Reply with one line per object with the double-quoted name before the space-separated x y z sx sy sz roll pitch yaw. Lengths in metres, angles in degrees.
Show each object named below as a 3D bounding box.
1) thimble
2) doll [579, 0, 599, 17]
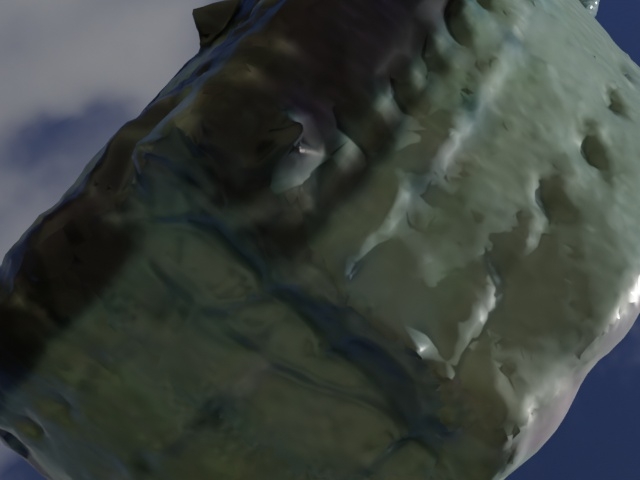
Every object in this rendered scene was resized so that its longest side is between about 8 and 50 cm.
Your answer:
"thimble" 0.000 0.000 0.517 0.150 0.237 0.237 41 -112 -9
"doll" 0.054 -0.086 0.632 0.180 0.120 0.075 -37 -146 42
